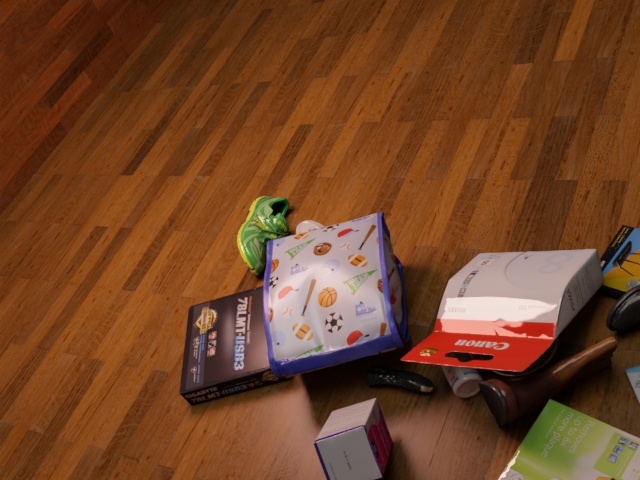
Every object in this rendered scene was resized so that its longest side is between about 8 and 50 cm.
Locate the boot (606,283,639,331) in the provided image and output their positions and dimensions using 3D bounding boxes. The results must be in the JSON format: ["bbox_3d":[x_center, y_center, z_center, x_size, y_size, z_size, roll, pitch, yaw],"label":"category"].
[{"bbox_3d":[0.743,0.177,1.638,0.262,0.091,0.229,-24,40,4],"label":"boot"}]

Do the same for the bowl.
[{"bbox_3d":[0.436,0.244,1.759,0.170,0.080,0.170,-16,41,15],"label":"bowl"}]

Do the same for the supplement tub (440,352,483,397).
[{"bbox_3d":[0.310,0.289,1.797,0.071,0.071,0.107,-26,40,5],"label":"supplement tub"}]

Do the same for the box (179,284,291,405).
[{"bbox_3d":[-0.217,0.265,2.135,0.293,0.073,0.296,-17,43,16],"label":"box"}]

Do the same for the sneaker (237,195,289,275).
[{"bbox_3d":[-0.160,-0.030,2.366,0.123,0.109,0.296,-13,43,25],"label":"sneaker"}]

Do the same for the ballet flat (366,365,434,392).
[{"bbox_3d":[0.184,0.325,1.864,0.173,0.049,0.057,7,8,35],"label":"ballet flat"}]

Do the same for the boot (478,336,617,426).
[{"bbox_3d":[0.461,0.275,1.594,0.280,0.264,0.096,-27,60,5],"label":"boot"}]

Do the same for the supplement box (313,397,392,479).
[{"bbox_3d":[0.073,0.421,1.687,0.113,0.111,0.220,-21,1,10],"label":"supplement box"}]

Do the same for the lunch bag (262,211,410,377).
[{"bbox_3d":[0.039,0.156,1.970,0.327,0.239,0.386,-17,35,13],"label":"lunch bag"}]

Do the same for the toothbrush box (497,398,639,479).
[{"bbox_3d":[0.502,0.451,1.481,0.283,0.122,0.206,22,63,41],"label":"toothbrush box"}]

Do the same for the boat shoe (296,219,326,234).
[{"bbox_3d":[0.000,0.000,2.260,0.095,0.084,0.258,-39,41,-9],"label":"boat shoe"}]

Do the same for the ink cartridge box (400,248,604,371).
[{"bbox_3d":[0.384,0.139,1.742,0.308,0.091,0.385,-2,23,45],"label":"ink cartridge box"}]

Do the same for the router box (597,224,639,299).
[{"bbox_3d":[0.702,0.055,1.819,0.133,0.046,0.179,19,60,41],"label":"router box"}]

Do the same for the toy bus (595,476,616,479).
[{"bbox_3d":[0.381,0.492,1.321,0.211,0.149,0.220,-3,38,47],"label":"toy bus"}]

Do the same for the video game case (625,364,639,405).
[{"bbox_3d":[0.688,0.306,1.597,0.119,0.015,0.166,-20,41,12],"label":"video game case"}]
